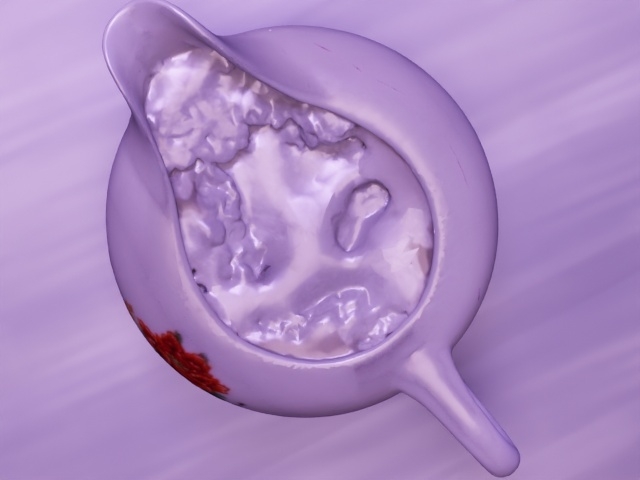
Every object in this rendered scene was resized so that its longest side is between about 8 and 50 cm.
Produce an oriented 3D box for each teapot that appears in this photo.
[{"bbox_3d":[0.000,0.000,0.678,0.145,0.092,0.226,-42,99,6],"label":"teapot"}]
